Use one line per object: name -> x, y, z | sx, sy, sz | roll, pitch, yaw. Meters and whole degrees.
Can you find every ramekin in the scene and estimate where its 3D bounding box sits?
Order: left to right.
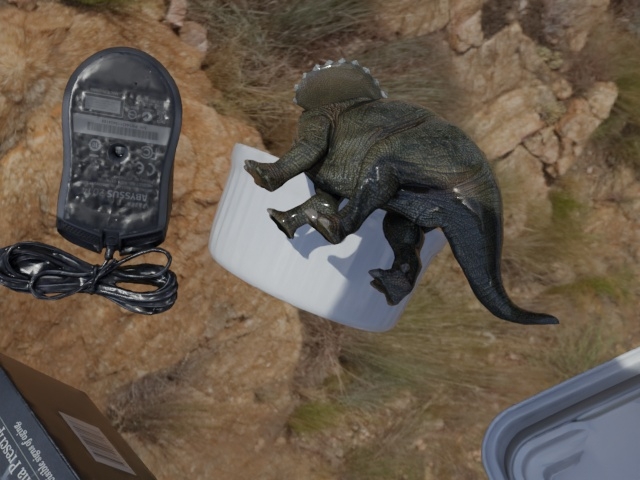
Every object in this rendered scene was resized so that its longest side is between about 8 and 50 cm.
ramekin -> 0.000, 0.000, 0.696 | 0.277, 0.277, 0.135 | 21, 94, -31

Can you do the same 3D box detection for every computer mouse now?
computer mouse -> -0.227, -0.068, 0.623 | 0.188, 0.072, 0.272 | 12, 91, -15

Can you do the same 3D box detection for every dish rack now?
dish rack -> 0.347, 0.285, 0.583 | 0.285, 0.072, 0.333 | -25, 96, 1

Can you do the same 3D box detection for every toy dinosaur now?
toy dinosaur -> 0.050, -0.055, 0.440 | 0.160, 0.313, 0.121 | -46, 140, -15

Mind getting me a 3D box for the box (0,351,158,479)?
box -> -0.335, 0.341, 0.591 | 0.312, 0.343, 0.179 | -52, 141, -14
